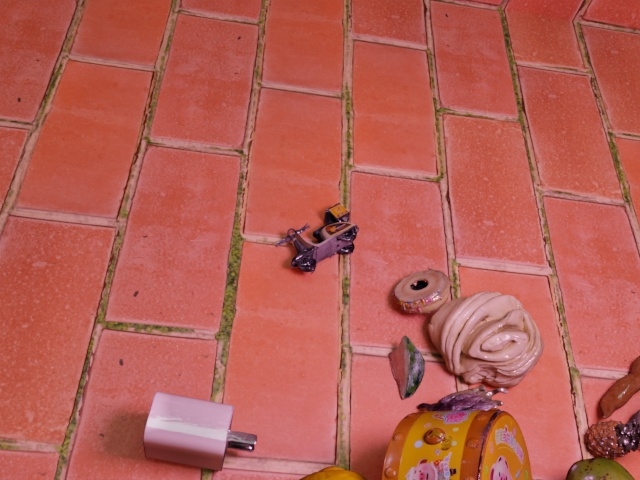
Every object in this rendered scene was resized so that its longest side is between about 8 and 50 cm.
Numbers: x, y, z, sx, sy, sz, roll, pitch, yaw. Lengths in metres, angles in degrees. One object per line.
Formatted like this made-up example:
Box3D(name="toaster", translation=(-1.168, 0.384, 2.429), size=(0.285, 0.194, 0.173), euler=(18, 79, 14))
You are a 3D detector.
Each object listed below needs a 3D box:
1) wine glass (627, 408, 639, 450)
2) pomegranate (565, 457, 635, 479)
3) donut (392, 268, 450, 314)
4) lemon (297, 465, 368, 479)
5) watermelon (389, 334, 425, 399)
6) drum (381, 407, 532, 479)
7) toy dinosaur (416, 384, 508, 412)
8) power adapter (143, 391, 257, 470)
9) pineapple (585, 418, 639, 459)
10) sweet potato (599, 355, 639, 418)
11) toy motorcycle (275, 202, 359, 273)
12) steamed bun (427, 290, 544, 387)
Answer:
Box3D(name="wine glass", translation=(0.921, 0.458, 1.755), size=(0.144, 0.321, 0.143), euler=(6, 60, -10))
Box3D(name="pomegranate", translation=(0.691, 0.629, 1.662), size=(0.182, 0.224, 0.181), euler=(-17, 52, 23))
Box3D(name="donut", translation=(0.295, 0.150, 1.962), size=(0.175, 0.068, 0.174), euler=(-21, 26, 10))
Box3D(name="lemon", translation=(0.027, 0.648, 1.474), size=(0.297, 0.297, 0.297), euler=(5, 55, -7))
Box3D(name="watermelon", translation=(0.243, 0.356, 1.863), size=(0.101, 0.080, 0.155), euler=(28, 43, -35))
Box3D(name="drum", translation=(0.309, 0.580, 1.477), size=(0.214, 0.431, 0.431), euler=(-8, 48, 29))
Box3D(name="toy dinosaur", translation=(0.365, 0.413, 1.715), size=(0.162, 0.294, 0.077), euler=(-8, 70, -27))
Box3D(name="power adapter", translation=(-0.277, 0.457, 1.603), size=(0.255, 0.187, 0.124), euler=(12, 55, -3))
Box3D(name="pineapple", translation=(0.782, 0.510, 1.767), size=(0.108, 0.197, 0.108), euler=(8, 66, -19))
Box3D(name="sweet potato", translation=(0.852, 0.424, 1.920), size=(0.281, 0.067, 0.059), euler=(-34, 111, -28))
Box3D(name="toy motorcycle", translation=(0.000, 0.000, 2.035), size=(0.263, 0.091, 0.157), euler=(-29, 58, -29))
Box3D(name="steamed bun", translation=(0.467, 0.254, 1.877), size=(0.276, 0.203, 0.289), euler=(-36, 68, -29))
